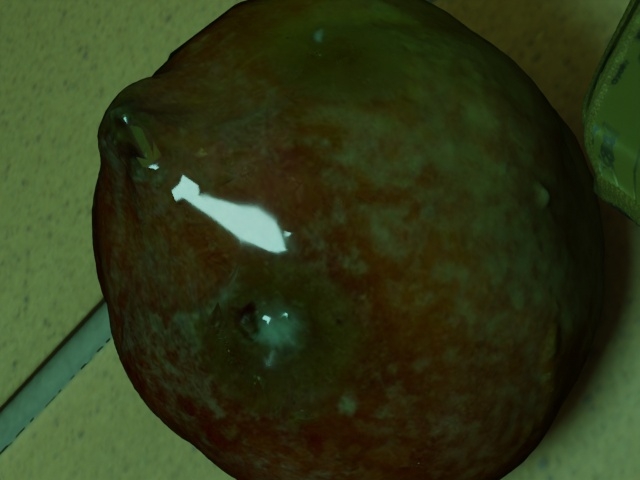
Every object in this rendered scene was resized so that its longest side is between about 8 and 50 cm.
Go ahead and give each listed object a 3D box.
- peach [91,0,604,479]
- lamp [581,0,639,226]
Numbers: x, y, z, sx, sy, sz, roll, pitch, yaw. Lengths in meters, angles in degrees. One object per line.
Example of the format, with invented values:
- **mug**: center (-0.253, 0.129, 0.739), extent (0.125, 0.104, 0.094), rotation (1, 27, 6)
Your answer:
- **peach**: center (0.000, 0.000, 0.836), extent (0.232, 0.256, 0.232), rotation (-15, 67, 41)
- **lamp**: center (0.195, -0.073, 0.740), extent (0.161, 0.161, 0.185), rotation (37, 104, 47)
